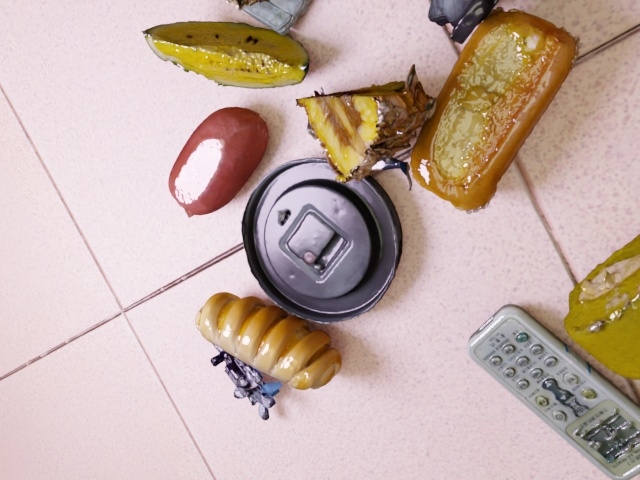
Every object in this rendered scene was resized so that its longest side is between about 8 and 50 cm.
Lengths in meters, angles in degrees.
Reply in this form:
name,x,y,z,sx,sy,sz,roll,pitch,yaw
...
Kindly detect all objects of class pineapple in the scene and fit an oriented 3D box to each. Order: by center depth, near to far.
name,x,y,z,sx,sy,sz,roll,pitch,yaw
pineapple,0.093,-0.174,0.762,0.335,0.161,0.158,-163,61,-65

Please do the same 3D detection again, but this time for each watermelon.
name,x,y,z,sx,sy,sz,roll,pitch,yaw
watermelon,-0.161,-0.342,0.874,0.302,0.129,0.122,11,104,3

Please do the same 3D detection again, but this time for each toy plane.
name,x,y,z,sx,sy,sz,roll,pitch,yaw
toy plane,-0.190,0.293,1.092,0.246,0.078,0.169,38,144,13

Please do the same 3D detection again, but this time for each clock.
name,x,y,z,sx,sy,sz,roll,pitch,yaw
clock,0.000,0.000,0.935,0.326,0.067,0.324,6,106,22

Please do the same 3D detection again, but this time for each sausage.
name,x,y,z,sx,sy,sz,roll,pitch,yaw
sausage,-0.209,-0.151,0.951,0.148,0.148,0.254,42,119,9

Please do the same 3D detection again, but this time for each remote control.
name,x,y,z,sx,sy,sz,roll,pitch,yaw
remote control,0.414,0.253,0.819,0.335,0.066,0.128,41,114,9

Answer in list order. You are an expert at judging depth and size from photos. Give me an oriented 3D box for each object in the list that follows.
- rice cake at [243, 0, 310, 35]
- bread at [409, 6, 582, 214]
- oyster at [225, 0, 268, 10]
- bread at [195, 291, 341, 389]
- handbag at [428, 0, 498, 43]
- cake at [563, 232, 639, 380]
name,x,y,z,sx,sy,sz,roll,pitch,yaw
rice cake,-0.114,-0.467,0.863,0.211,0.038,0.124,42,101,11
bread,0.255,-0.196,0.741,0.153,0.119,0.288,31,114,10
oyster,-0.082,-0.505,0.797,0.214,0.083,0.222,-18,77,10
bread,-0.108,0.194,0.981,0.312,0.173,0.121,23,90,16
handbag,0.242,-0.437,0.645,0.075,0.191,0.332,19,114,-15
cake,0.478,0.079,0.679,0.156,0.179,0.260,41,115,10
